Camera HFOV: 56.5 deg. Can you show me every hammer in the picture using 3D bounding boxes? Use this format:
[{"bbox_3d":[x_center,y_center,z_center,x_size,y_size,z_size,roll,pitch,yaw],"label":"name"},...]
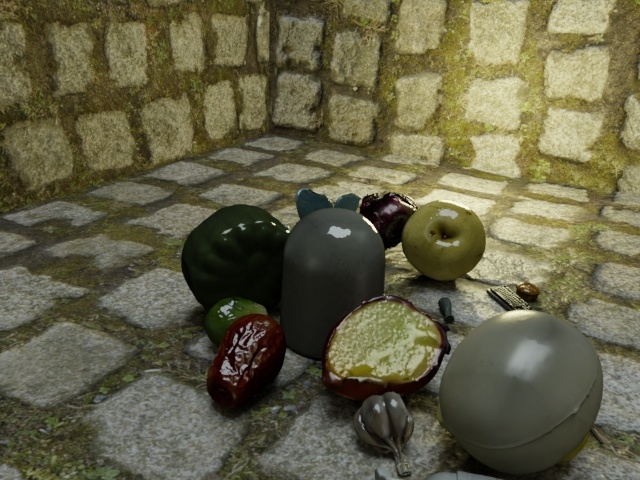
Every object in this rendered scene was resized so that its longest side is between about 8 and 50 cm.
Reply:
[{"bbox_3d":[0.656,0.451,1.451,0.035,0.019,0.110,-2,25,-9],"label":"hammer"}]

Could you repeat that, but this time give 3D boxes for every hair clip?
[{"bbox_3d":[0.000,0.000,2.156,0.318,0.392,0.238,-22,6,-43],"label":"hair clip"}]

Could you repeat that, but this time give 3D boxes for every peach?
[{"bbox_3d":[0.141,0.306,1.531,0.362,0.201,0.258,-26,62,-28],"label":"peach"}]

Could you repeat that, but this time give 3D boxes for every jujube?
[{"bbox_3d":[-0.191,0.305,1.514,0.190,0.190,0.255,13,34,24],"label":"jujube"}]

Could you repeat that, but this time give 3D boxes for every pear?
[{"bbox_3d":[0.448,0.000,2.177,0.309,0.309,0.309,2,22,-1],"label":"pear"}]

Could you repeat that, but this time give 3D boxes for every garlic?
[{"bbox_3d":[0.149,0.434,1.341,0.131,0.127,0.194,-23,49,14],"label":"garlic"}]

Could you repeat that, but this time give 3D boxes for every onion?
[{"bbox_3d":[0.231,-0.073,2.336,0.232,0.314,0.314,49,32,1],"label":"onion"}]

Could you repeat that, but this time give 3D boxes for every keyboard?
[{"bbox_3d":[0.658,0.213,2.019,0.094,0.025,0.230,-7,24,-15],"label":"keyboard"}]

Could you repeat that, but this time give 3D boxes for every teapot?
[{"bbox_3d":[0.411,0.230,1.937,0.043,0.043,0.110,3,27,1],"label":"teapot"}]

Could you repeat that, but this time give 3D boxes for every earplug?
[{"bbox_3d":[0.033,0.106,1.739,0.313,0.394,0.312,1,23,0],"label":"earplug"}]

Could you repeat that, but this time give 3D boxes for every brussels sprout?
[{"bbox_3d":[-0.247,0.232,1.717,0.145,0.131,0.183,37,50,25],"label":"brussels sprout"}]

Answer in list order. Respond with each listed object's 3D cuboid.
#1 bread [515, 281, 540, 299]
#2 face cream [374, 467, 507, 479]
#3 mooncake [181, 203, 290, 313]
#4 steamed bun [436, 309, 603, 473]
[{"bbox_3d":[0.723,0.177,2.084,0.081,0.046,0.083,11,23,14],"label":"bread"},{"bbox_3d":[0.276,0.510,1.111,0.370,0.145,0.145,6,23,13],"label":"face cream"},{"bbox_3d":[-0.242,0.073,1.848,0.356,0.356,0.194,-10,34,-27],"label":"mooncake"},{"bbox_3d":[0.443,0.327,1.326,0.334,0.334,0.374,23,50,41],"label":"steamed bun"}]
